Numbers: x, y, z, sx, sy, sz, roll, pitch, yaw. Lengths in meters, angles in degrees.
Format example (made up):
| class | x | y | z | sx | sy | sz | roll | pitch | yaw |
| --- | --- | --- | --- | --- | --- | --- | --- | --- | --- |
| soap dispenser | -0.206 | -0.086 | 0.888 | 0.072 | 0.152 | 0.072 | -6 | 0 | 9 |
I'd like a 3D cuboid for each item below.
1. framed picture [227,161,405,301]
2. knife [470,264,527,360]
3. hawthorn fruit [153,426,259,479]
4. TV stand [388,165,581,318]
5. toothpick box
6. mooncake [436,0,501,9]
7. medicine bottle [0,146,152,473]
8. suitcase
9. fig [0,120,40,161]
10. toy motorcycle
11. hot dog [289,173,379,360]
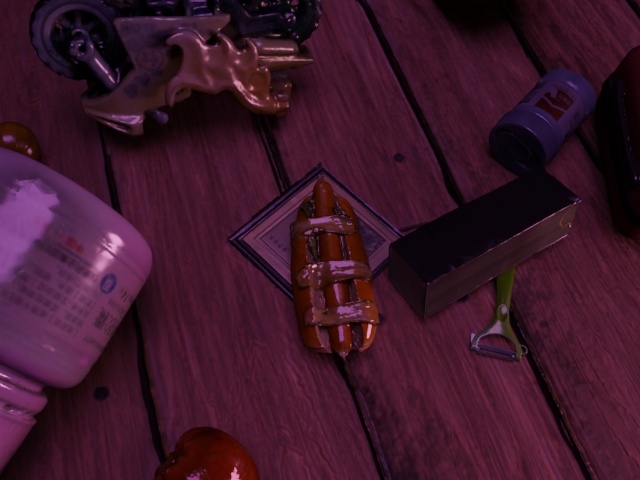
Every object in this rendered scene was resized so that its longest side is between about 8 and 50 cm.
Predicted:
| class | x | y | z | sx | sy | sz | roll | pitch | yaw |
| --- | --- | --- | --- | --- | --- | --- | --- | --- | --- |
| framed picture | 0.000 | 0.000 | 0.957 | 0.195 | 0.010 | 0.199 | 42 | 67 | 18 |
| knife | 0.256 | 0.085 | 0.921 | 0.078 | 0.022 | 0.166 | 16 | 62 | -1 |
| hawthorn fruit | -0.128 | 0.277 | 0.741 | 0.125 | 0.140 | 0.125 | -21 | 51 | 28 |
| TV stand | 0.230 | -0.003 | 0.926 | 0.270 | 0.082 | 0.088 | -27 | 52 | -18 |
| toothpick box | 0.347 | -0.187 | 1.032 | 0.101 | 0.101 | 0.153 | 38 | 65 | 16 |
| mooncake | 0.287 | -0.562 | 1.111 | 0.187 | 0.324 | 0.324 | -18 | 63 | -15 |
| medicine bottle | -0.373 | 0.085 | 0.746 | 0.256 | 0.256 | 0.324 | 24 | 70 | 9 |
| suitcase | 0.552 | -0.142 | 0.988 | 0.236 | 0.161 | 0.297 | 5 | 62 | 0 |
| fig | -0.455 | -0.143 | 0.975 | 0.074 | 0.074 | 0.088 | -16 | 48 | -12 |
| toy motorcycle | -0.196 | -0.274 | 0.973 | 0.410 | 0.237 | 0.168 | -12 | 48 | -12 |
| hot dog | 0.013 | 0.034 | 0.893 | 0.109 | 0.072 | 0.269 | -3 | 63 | -8 |
